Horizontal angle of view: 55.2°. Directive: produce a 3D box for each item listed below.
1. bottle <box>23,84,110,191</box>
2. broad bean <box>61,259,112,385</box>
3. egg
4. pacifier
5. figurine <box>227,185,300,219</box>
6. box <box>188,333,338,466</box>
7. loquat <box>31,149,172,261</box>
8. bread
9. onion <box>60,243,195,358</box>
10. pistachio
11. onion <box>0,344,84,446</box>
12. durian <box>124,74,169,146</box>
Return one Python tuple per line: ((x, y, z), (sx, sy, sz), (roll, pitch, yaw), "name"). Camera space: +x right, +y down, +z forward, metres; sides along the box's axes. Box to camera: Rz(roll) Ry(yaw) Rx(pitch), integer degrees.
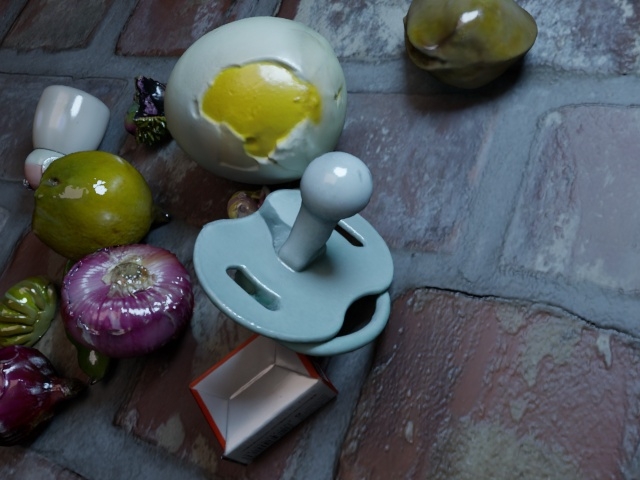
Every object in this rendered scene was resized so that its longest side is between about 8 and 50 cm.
((-0.561, -0.202, 1.328), (0.148, 0.147, 0.236), (6, 74, 27), "bottle")
((-0.438, 0.128, 1.148), (0.098, 0.056, 0.318), (-24, 55, 10), "broad bean")
((-0.116, -0.236, 1.058), (0.345, 0.283, 0.283), (5, 66, 30), "egg")
((0.000, 0.000, 0.864), (0.288, 0.269, 0.343), (38, 42, 13), "pacifier")
((-0.089, -0.066, 1.088), (0.188, 0.083, 0.083), (-10, 60, 26), "figurine")
((-0.085, 0.224, 0.914), (0.182, 0.099, 0.133), (-39, 55, -2), "box")
((-0.407, -0.060, 1.155), (0.213, 0.246, 0.213), (-27, 59, 60), "loquat")
((-0.575, 0.133, 1.187), (0.083, 0.094, 0.157), (15, 63, 34), "bread")
((-0.328, 0.117, 1.055), (0.230, 0.163, 0.230), (7, 34, -5), "onion")
((0.249, -0.370, 1.049), (0.213, 0.162, 0.260), (-2, 48, 0), "pistachio")
((-0.522, 0.260, 1.067), (0.198, 0.135, 0.173), (-15, 62, 14), "onion")
((-0.355, -0.258, 1.306), (0.108, 0.119, 0.186), (-59, 33, 34), "durian")
